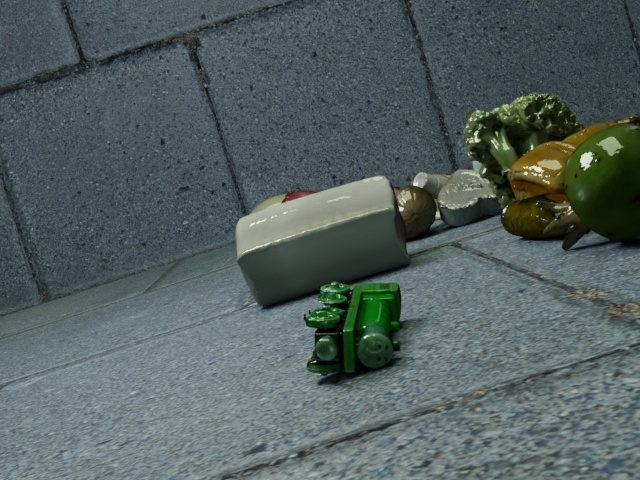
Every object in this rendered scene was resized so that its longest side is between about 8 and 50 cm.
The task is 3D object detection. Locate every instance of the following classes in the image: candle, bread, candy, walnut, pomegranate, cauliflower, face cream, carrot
[{"bbox_3d":[0.370,-0.114,1.995,0.192,0.068,0.168,-16,35,-3],"label":"candle"},{"bbox_3d":[0.521,-0.137,1.580,0.294,0.132,0.167,-17,30,-19],"label":"bread"},{"bbox_3d":[0.000,0.001,1.692,0.358,0.145,0.208,-18,24,5],"label":"candy"},{"bbox_3d":[0.217,-0.069,1.994,0.140,0.140,0.162,-16,-5,9],"label":"walnut"},{"bbox_3d":[0.437,-0.071,1.230,0.181,0.181,0.224,-22,-15,-39],"label":"pomegranate"},{"bbox_3d":[0.453,-0.172,1.802,0.260,0.327,0.281,-38,28,64],"label":"cauliflower"},{"bbox_3d":[0.347,-0.121,2.118,0.243,0.058,0.092,15,-10,-30],"label":"face cream"},{"bbox_3d":[0.395,-0.044,1.453,0.082,0.082,0.173,-19,7,-15],"label":"carrot"}]

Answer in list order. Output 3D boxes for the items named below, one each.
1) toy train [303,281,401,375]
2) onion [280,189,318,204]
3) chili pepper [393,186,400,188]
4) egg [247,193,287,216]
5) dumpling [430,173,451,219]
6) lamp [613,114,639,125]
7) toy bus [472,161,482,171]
[{"bbox_3d":[0.047,0.109,1.056,0.119,0.085,0.251,-1,11,5],"label":"toy train"},{"bbox_3d":[-0.020,-0.031,2.236,0.230,0.163,0.230,13,29,-7],"label":"onion"},{"bbox_3d":[0.203,-0.085,2.227,0.073,0.123,0.070,-14,8,11],"label":"chili pepper"},{"bbox_3d":[-0.121,-0.034,2.379,0.253,0.189,0.188,-24,8,-25],"label":"egg"},{"bbox_3d":[0.333,-0.111,2.270,0.155,0.181,0.111,29,0,42],"label":"dumpling"},{"bbox_3d":[0.733,-0.224,1.907,0.156,0.135,0.157,-15,8,29],"label":"lamp"},{"bbox_3d":[0.554,-0.210,2.190,0.164,0.134,0.276,-32,19,-35],"label":"toy bus"}]
